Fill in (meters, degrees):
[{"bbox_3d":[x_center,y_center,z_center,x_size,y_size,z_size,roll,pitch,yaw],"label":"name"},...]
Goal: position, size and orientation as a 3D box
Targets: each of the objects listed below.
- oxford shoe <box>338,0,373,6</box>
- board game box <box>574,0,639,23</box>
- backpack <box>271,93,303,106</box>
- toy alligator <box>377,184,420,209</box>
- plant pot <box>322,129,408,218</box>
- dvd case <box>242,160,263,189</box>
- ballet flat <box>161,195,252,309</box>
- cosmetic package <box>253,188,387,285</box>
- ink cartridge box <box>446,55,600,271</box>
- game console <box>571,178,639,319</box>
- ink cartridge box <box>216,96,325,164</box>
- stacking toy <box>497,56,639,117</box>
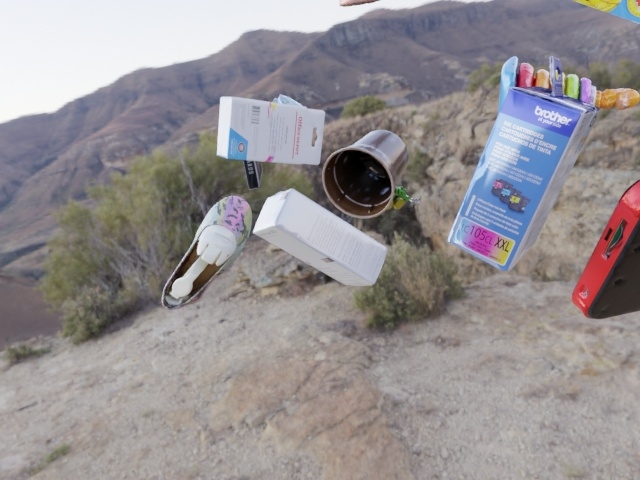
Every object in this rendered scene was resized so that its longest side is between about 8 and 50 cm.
[{"bbox_3d":[0.232,-0.775,1.551,0.396,0.147,0.140,-18,21,-15],"label":"oxford shoe"},{"bbox_3d":[0.523,-0.582,0.963,0.301,0.308,0.086,23,37,9],"label":"board game box"},{"bbox_3d":[-0.105,-0.380,1.641,0.105,0.084,0.114,25,33,-18],"label":"backpack"},{"bbox_3d":[0.185,-0.112,1.335,0.189,0.051,0.056,-7,35,-39],"label":"toy alligator"},{"bbox_3d":[0.113,-0.159,1.222,0.166,0.167,0.165,-5,27,32],"label":"plant pot"},{"bbox_3d":[-0.167,-0.230,1.277,0.029,0.179,0.239,-10,18,0],"label":"dvd case"},{"bbox_3d":[-0.178,0.031,0.841,0.221,0.077,0.079,-51,7,24],"label":"ballet flat"},{"bbox_3d":[0.000,0.000,1.032,0.231,0.086,0.117,29,-17,-21],"label":"cosmetic package"},{"bbox_3d":[0.434,-0.166,1.126,0.151,0.396,0.270,30,27,23],"label":"ink cartridge box"},{"bbox_3d":[0.691,0.004,1.051,0.341,0.387,0.060,-11,48,-8],"label":"game console"},{"bbox_3d":[-0.088,-0.194,0.981,0.181,0.104,0.061,1,12,-29],"label":"ink cartridge box"},{"bbox_3d":[0.573,-0.328,1.270,0.301,0.166,0.175,5,35,18],"label":"stacking toy"}]
